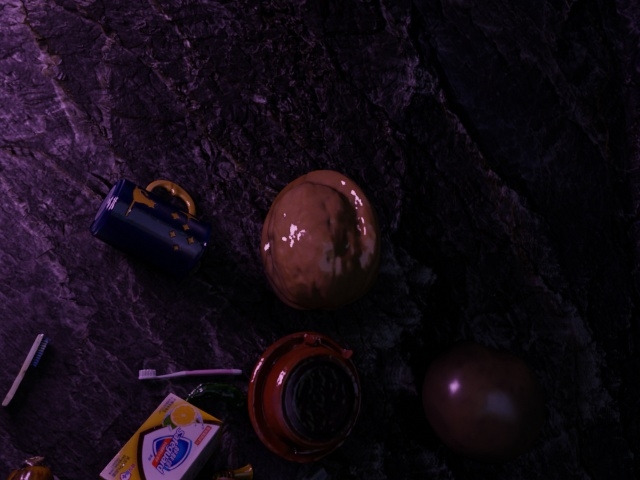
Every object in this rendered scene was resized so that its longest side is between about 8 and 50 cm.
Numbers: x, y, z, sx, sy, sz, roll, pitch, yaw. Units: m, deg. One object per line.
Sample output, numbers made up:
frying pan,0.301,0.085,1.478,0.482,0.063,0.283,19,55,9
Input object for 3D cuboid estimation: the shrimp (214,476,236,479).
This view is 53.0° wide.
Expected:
shrimp,-0.211,0.693,1.468,0.152,0.063,0.287,13,65,-44

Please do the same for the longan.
longan,0.514,0.510,2.035,0.405,0.336,0.404,5,74,-20

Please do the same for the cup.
cup,-0.437,-0.045,1.656,0.256,0.255,0.178,32,103,-22

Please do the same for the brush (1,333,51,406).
brush,-0.680,0.301,1.486,0.030,0.033,0.178,38,63,-38

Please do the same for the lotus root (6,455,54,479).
lotus root,-0.648,0.582,1.406,0.120,0.120,0.209,21,69,-28

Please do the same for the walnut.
walnut,0.005,0.014,1.813,0.384,0.384,0.383,6,79,-32

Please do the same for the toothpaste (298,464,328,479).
toothpaste,-0.059,0.706,1.808,0.179,0.043,0.037,-33,97,-32

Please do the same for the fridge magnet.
fridge magnet,-0.033,0.438,1.803,0.364,0.155,0.363,6,79,-31

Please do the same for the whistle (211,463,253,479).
whistle,-0.239,0.635,1.716,0.109,0.057,0.046,-4,39,-25

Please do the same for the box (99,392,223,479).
box,-0.371,0.514,1.524,0.169,0.097,0.265,25,44,16

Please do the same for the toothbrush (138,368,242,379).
toothbrush,-0.340,0.351,1.703,0.287,0.020,0.025,5,72,-32

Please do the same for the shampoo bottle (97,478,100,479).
shampoo bottle,-0.503,0.596,1.526,0.236,0.068,0.067,-26,139,-34

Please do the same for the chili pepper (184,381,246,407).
chili pepper,-0.283,0.416,1.710,0.182,0.050,0.073,2,87,-30
